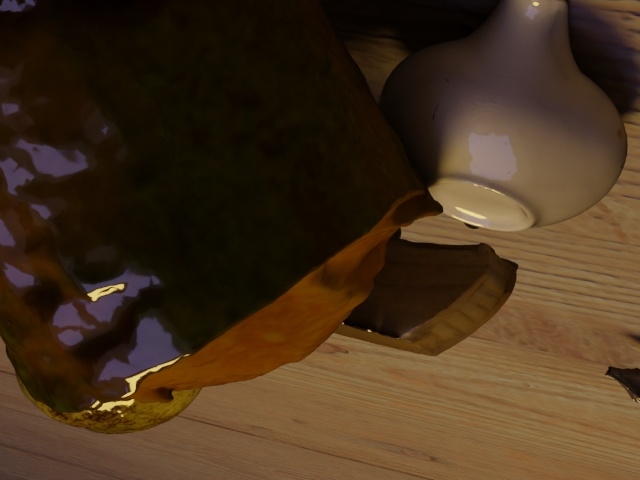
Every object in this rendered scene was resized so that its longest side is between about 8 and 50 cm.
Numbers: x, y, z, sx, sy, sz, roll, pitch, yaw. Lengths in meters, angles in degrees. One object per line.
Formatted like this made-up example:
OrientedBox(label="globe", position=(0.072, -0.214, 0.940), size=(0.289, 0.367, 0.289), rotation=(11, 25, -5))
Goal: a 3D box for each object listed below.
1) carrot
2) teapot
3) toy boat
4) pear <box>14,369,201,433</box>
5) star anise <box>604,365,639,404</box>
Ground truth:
OrientedBox(label="carrot", position=(-0.084, -0.034, 0.746), size=(0.241, 0.241, 0.341), rotation=(-8, 119, 51))
OrientedBox(label="teapot", position=(0.102, -0.055, 0.822), size=(0.145, 0.092, 0.226), rotation=(20, 162, 4))
OrientedBox(label="toy boat", position=(0.000, 0.000, 0.979), size=(0.321, 0.121, 0.089), rotation=(11, 163, 45))
OrientedBox(label="pear", position=(-0.189, 0.091, 1.300), size=(0.197, 0.197, 0.197), rotation=(18, 158, 8))
OrientedBox(label="star anise", position=(0.286, 0.121, 1.103), size=(0.129, 0.056, 0.124), rotation=(20, 159, 3))
